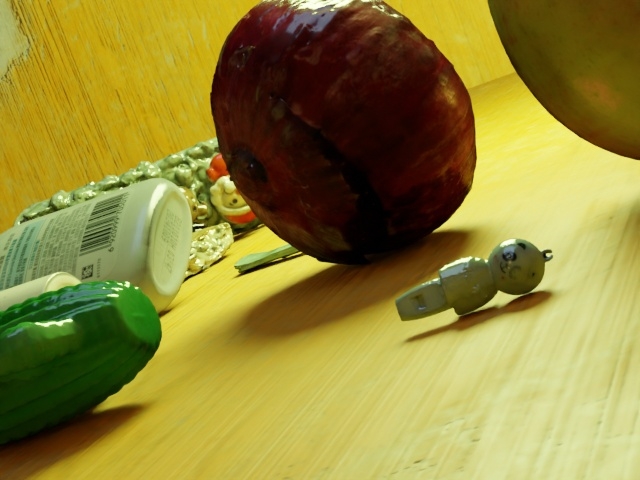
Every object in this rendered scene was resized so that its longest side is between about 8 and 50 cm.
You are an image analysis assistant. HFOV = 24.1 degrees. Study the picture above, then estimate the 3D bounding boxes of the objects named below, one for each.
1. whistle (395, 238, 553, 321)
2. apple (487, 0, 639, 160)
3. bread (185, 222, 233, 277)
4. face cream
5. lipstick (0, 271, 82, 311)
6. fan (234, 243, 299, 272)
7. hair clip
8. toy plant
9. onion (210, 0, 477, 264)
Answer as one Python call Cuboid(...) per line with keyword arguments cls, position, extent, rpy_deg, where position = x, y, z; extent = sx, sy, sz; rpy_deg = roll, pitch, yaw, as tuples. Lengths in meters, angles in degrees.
Cuboid(cls="whistle", position=(0.093, 0.025, 0.904), extent=(0.100, 0.035, 0.035), rpy_deg=(-21, 7, 12))
Cuboid(cls="apple", position=(0.270, -0.205, 1.046), extent=(0.319, 0.319, 0.277), rpy_deg=(-22, 7, -13))
Cuboid(cls="bread", position=(-0.209, 0.042, 1.647), extent=(0.182, 0.039, 0.251), rpy_deg=(-18, 8, 28))
Cuboid(cls="face cream", position=(-0.286, 0.045, 1.507), extent=(0.337, 0.080, 0.163), rpy_deg=(-18, 44, 26))
Cuboid(cls="lipstick", position=(-0.344, 0.113, 1.291), extent=(0.327, 0.087, 0.087), rpy_deg=(-19, 7, 22))
Cuboid(cls="fan", position=(0.000, 0.000, 1.455), extent=(0.193, 0.016, 0.038), rpy_deg=(-18, 10, 27))
Cuboid(cls="hair clip", position=(-0.200, -0.026, 1.792), extent=(0.321, 0.138, 0.091), rpy_deg=(-23, 18, -13))
Cuboid(cls="toy plant", position=(-0.214, 0.098, 1.058), extent=(0.155, 0.088, 0.240), rpy_deg=(-15, -13, -47))
Cuboid(cls="onion", position=(0.010, -0.091, 1.248), extent=(0.190, 0.246, 0.246), rpy_deg=(-36, 13, -28))
